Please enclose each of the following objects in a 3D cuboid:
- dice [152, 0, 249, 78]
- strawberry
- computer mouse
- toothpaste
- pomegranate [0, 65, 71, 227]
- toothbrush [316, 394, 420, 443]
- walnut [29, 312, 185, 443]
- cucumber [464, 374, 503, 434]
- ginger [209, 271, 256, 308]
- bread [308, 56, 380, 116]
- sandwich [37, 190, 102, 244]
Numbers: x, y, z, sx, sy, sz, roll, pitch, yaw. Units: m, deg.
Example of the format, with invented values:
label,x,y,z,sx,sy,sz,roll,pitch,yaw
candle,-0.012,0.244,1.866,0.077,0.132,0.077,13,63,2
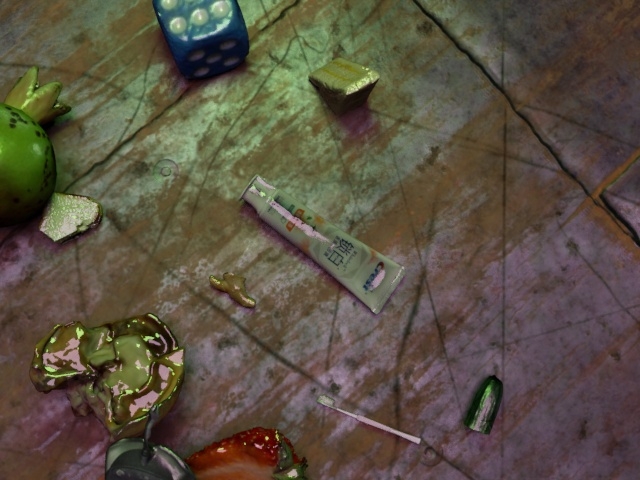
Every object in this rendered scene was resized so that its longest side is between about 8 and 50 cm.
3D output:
label,x,y,z,sx,sy,sz,roll,pitch,yaw
dice,-0.214,-0.390,1.313,0.143,0.146,0.147,-22,78,-5
strawberry,-0.131,0.399,1.206,0.228,0.098,0.175,-20,98,14
computer mouse,-0.254,0.393,1.130,0.167,0.090,0.380,14,117,9
toothpaste,0.000,0.000,1.302,0.323,0.066,0.100,36,80,-3
pomegranate,-0.548,-0.145,1.234,0.230,0.231,0.286,12,38,-2
toothbrush,0.084,0.315,1.272,0.194,0.014,0.017,24,79,1
walnut,-0.335,0.220,1.196,0.238,0.141,0.204,31,56,11
cucumber,0.293,0.287,1.274,0.048,0.048,0.105,26,79,1
ginger,-0.151,0.081,1.290,0.097,0.030,0.048,32,107,4
bread,0.042,-0.298,1.312,0.077,0.152,0.105,-33,88,-10
sandwich,-0.442,-0.039,1.286,0.104,0.036,0.093,5,79,-5
